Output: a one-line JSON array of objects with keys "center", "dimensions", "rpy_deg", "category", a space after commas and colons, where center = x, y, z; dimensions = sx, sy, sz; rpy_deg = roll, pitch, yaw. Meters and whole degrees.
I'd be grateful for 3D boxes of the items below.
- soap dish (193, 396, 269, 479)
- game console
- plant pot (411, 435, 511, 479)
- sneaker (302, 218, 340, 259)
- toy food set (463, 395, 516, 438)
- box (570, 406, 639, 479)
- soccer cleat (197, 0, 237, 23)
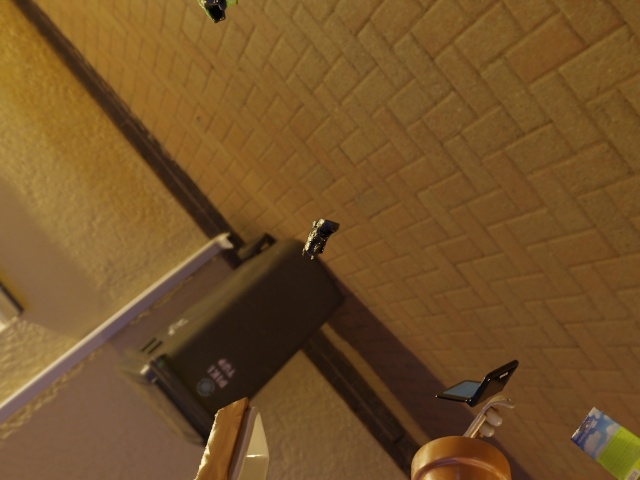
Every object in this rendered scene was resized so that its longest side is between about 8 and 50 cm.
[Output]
[{"center": [-0.221, 0.586, 1.586], "dimensions": [0.118, 0.290, 0.228], "rpy_deg": [-3, 120, 8], "category": "soap dish"}, {"center": [0.284, 0.250, 1.122], "dimensions": [0.071, 0.122, 0.107], "rpy_deg": [39, 118, 31], "category": "game console"}, {"center": [0.284, 0.535, 1.245], "dimensions": [0.205, 0.188, 0.205], "rpy_deg": [4, 121, 7], "category": "plant pot"}, {"center": [-0.002, -0.001, 1.471], "dimensions": [0.051, 0.089, 0.170], "rpy_deg": [18, 174, -14], "category": "sneaker"}, {"center": [0.425, 0.551, 1.668], "dimensions": [0.092, 0.306, 0.220], "rpy_deg": [37, -176, 21], "category": "toy food set"}, {"center": [0.695, 0.488, 1.481], "dimensions": [0.042, 0.109, 0.178], "rpy_deg": [35, -178, -21], "category": "box"}, {"center": [-0.140, -0.382, 0.899], "dimensions": [0.072, 0.060, 0.179], "rpy_deg": [59, 158, -1], "category": "soccer cleat"}]
